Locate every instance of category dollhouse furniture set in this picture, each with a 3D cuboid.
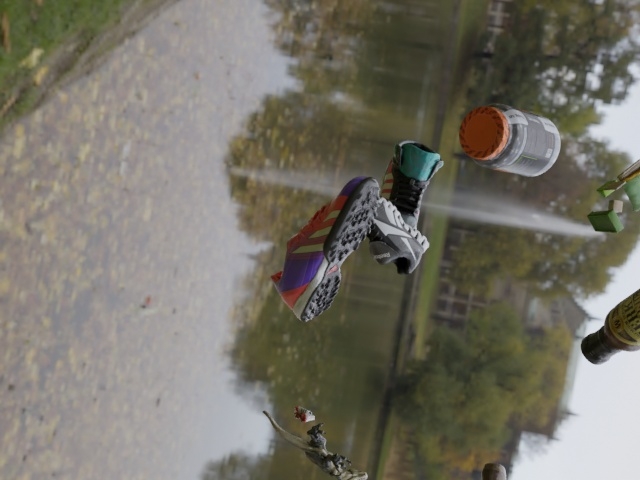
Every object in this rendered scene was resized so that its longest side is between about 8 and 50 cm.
[{"bbox_3d":[0.518,-0.073,1.608,0.076,0.151,0.058,59,-18,-12],"label":"dollhouse furniture set"}]

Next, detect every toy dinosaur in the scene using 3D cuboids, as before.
[{"bbox_3d":[-0.003,0.438,2.021,0.064,0.268,0.118,-55,-171,-28],"label":"toy dinosaur"}]

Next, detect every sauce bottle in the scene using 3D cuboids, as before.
[{"bbox_3d":[0.670,0.164,2.004,0.344,0.111,0.111,126,-16,-51],"label":"sauce bottle"}]

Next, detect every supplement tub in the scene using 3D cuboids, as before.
[{"bbox_3d":[0.337,-0.180,1.725,0.190,0.117,0.117,5,95,-50],"label":"supplement tub"}]

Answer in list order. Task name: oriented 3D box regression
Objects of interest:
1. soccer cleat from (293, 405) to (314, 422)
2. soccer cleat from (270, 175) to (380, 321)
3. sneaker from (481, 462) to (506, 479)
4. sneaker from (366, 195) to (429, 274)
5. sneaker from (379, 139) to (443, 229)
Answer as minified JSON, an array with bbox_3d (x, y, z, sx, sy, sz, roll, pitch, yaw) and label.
[{"bbox_3d":[-0.040,0.414,2.298,0.083,0.035,0.029,-164,-106,-70],"label":"soccer cleat"},{"bbox_3d":[0.000,0.000,1.646,0.108,0.116,0.318,-25,150,-43],"label":"soccer cleat"},{"bbox_3d":[0.376,0.545,2.080,0.188,0.066,0.071,60,39,-50],"label":"sneaker"},{"bbox_3d":[0.127,-0.010,1.942,0.234,0.078,0.106,39,58,-31],"label":"sneaker"},{"bbox_3d":[0.211,-0.133,2.258,0.296,0.123,0.178,-83,-166,-46],"label":"sneaker"}]
